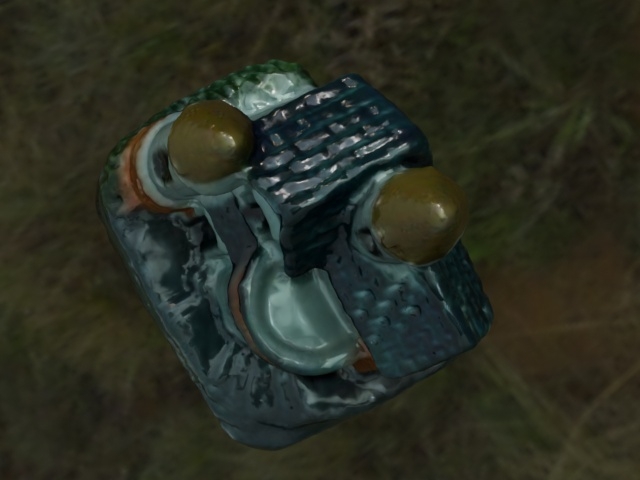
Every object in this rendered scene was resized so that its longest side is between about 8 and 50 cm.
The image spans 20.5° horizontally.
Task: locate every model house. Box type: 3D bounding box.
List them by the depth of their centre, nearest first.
[{"bbox_3d":[0.000,0.000,1.125,0.253,0.184,0.291,64,160,-3],"label":"model house"}]
